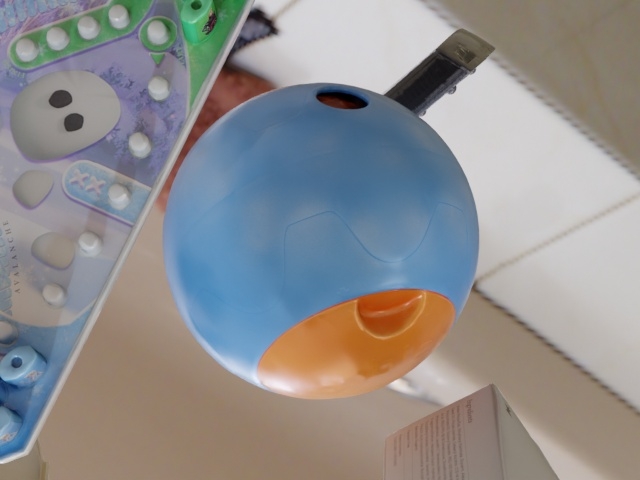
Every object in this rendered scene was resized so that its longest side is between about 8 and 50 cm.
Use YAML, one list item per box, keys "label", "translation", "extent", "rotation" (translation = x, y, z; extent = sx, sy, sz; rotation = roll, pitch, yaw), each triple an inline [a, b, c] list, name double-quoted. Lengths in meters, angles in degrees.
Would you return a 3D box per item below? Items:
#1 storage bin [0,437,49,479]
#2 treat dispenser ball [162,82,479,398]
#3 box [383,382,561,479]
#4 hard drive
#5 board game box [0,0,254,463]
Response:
- label: "storage bin"
  translation: [-0.408, 0.380, 1.670]
  extent: [0.123, 0.260, 0.262]
  rotation: [14, 138, -23]
- label: "treat dispenser ball"
  translation: [0.000, 0.000, 1.353]
  extent: [0.288, 0.288, 0.288]
  rotation: [13, 143, 10]
- label: "box"
  translation: [0.148, 0.255, 1.271]
  extent: [0.119, 0.182, 0.181]
  rotation: [-29, 111, 16]
- label: "hard drive"
  translation: [0.122, -0.181, 1.762]
  extent: [0.172, 0.255, 0.054]
  rotation: [-40, 92, 18]
- label: "board game box"
  translation: [-0.294, -0.103, 1.020]
  extent: [0.390, 0.390, 0.050]
  rotation: [24, 169, 7]
